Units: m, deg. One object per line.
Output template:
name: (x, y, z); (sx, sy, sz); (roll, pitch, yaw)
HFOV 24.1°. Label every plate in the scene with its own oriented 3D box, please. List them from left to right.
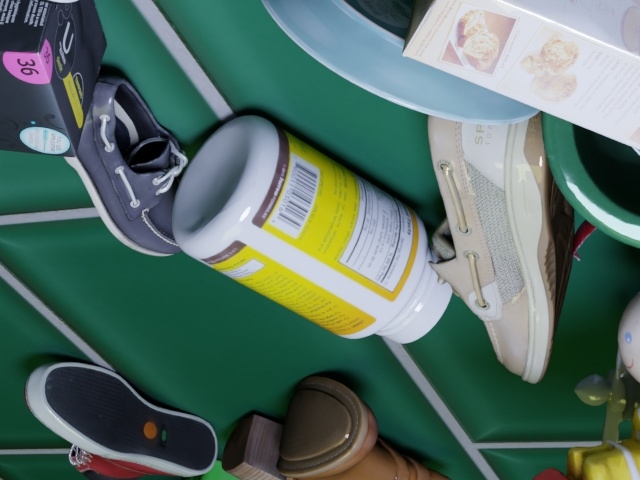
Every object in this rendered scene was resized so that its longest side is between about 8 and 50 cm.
plate: (0.052, -0.132, 0.863); (0.188, 0.188, 0.024); (18, 124, -14)

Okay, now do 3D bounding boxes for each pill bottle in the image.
pill bottle: (0.000, 0.000, 1.153); (0.215, 0.117, 0.117); (30, 145, -31)

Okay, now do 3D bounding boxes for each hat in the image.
hat: (0.228, -0.089, 1.013); (0.208, 0.183, 0.173); (-29, 96, 12)

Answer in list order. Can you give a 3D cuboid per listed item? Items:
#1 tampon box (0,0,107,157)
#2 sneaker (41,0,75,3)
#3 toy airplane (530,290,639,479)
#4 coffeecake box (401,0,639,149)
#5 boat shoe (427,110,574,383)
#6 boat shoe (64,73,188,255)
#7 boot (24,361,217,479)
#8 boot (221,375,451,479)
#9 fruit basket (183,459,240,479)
tampon box: (-0.241, -0.134, 1.009); (0.161, 0.101, 0.120); (5, 151, 8)
sneaker: (-0.249, -0.201, 0.934); (0.216, 0.079, 0.121); (30, 149, -17)
toy airplane: (0.322, 0.143, 1.081); (0.386, 0.384, 0.272); (-24, 93, 44)
coffeecake box: (0.151, -0.137, 0.824); (0.185, 0.142, 0.068); (21, 143, -9)
boat shoe: (0.135, 0.000, 1.129); (0.098, 0.109, 0.302); (7, 145, 16)
boat shoe: (-0.137, -0.054, 1.146); (0.065, 0.075, 0.206); (-2, 144, 26)
boot: (-0.257, 0.209, 1.632); (0.176, 0.088, 0.244); (-15, 145, 40)
boot: (0.046, 0.240, 1.558); (0.220, 0.109, 0.283); (24, 150, -20)
fruit basket: (-0.054, 0.477, 1.751); (0.392, 0.392, 0.283); (21, 149, -18)
